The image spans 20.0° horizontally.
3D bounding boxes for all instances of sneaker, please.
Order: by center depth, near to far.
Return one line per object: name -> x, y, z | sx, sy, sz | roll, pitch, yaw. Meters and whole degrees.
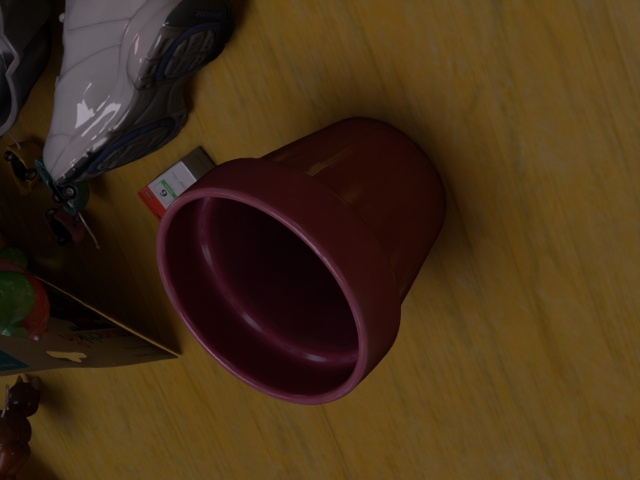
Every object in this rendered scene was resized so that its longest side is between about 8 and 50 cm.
sneaker -> -0.173, -0.154, 1.557 | 0.129, 0.111, 0.297 | 55, 138, 15

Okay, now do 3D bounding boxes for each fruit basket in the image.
fruit basket -> -0.346, 0.030, 1.720 | 0.353, 0.327, 0.165 | 22, 99, 25

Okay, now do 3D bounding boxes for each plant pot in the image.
plant pot -> 0.000, 0.000, 1.449 | 0.201, 0.180, 0.201 | 23, 134, 25

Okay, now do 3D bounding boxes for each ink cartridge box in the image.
ink cartridge box -> -0.128, -0.034, 1.650 | 0.063, 0.029, 0.115 | 52, 139, -6

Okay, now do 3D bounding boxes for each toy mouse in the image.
toy mouse -> -0.244, -0.039, 1.732 | 0.143, 0.031, 0.161 | 37, 150, 31

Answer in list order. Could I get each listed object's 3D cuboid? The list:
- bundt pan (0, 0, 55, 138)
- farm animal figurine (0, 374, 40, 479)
bundt pan -> -0.375, -0.225, 1.616 | 0.330, 0.124, 0.331 | 16, 132, 19
farm animal figurine -> -0.455, 0.123, 1.945 | 0.330, 0.172, 0.327 | 15, 172, 32
